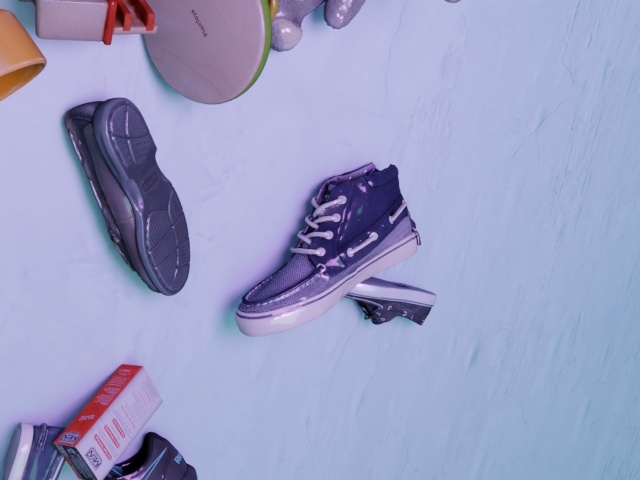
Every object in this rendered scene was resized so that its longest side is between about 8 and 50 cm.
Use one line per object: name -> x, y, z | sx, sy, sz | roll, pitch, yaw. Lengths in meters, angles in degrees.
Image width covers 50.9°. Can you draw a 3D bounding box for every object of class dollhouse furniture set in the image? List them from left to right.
dollhouse furniture set -> -0.220, -0.332, 0.662 | 0.135, 0.262, 0.259 | -15, 147, -33

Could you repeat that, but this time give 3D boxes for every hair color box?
hair color box -> -0.275, 0.237, 0.886 | 0.141, 0.043, 0.072 | -55, 134, -48

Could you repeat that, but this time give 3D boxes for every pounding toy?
pounding toy -> -0.116, -0.289, 0.806 | 0.110, 0.183, 0.237 | -32, 121, -53

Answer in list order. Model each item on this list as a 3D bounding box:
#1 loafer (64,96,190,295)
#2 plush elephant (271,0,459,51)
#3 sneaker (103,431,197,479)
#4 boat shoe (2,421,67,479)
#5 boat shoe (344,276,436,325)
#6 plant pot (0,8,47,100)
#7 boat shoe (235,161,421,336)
loafer -> -0.238, -0.051, 0.847 | 0.096, 0.084, 0.267 | -53, 139, -50
plush elephant -> 0.057, -0.400, 0.812 | 0.330, 0.255, 0.272 | -33, 122, -23
sneaker -> -0.304, 0.379, 0.935 | 0.267, 0.101, 0.106 | -37, 110, -28
boat shoe -> -0.380, 0.358, 0.863 | 0.079, 0.095, 0.254 | 15, 87, -27
boat shoe -> 0.107, 0.107, 1.138 | 0.228, 0.080, 0.076 | 13, 96, -45
plant pot -> -0.395, -0.196, 0.612 | 0.205, 0.205, 0.188 | -37, 108, -20
boat shoe -> 0.000, 0.000, 1.005 | 0.340, 0.127, 0.158 | -30, 114, -33
